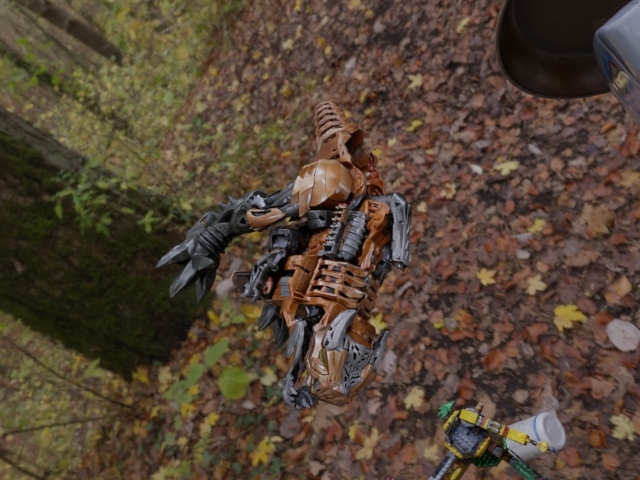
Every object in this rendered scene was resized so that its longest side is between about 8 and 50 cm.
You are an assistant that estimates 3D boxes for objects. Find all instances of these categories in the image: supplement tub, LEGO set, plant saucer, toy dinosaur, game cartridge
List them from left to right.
[{"bbox_3d":[0.000,0.000,0.563,0.218,0.164,0.322,-29,20,36],"label":"toy dinosaur"},{"bbox_3d":[0.180,0.324,0.670,0.255,0.192,0.331,-46,44,3],"label":"LEGO set"},{"bbox_3d":[0.397,0.371,1.173,0.107,0.071,0.071,-41,43,44],"label":"supplement tub"},{"bbox_3d":[0.306,-0.255,0.585,0.310,0.310,0.050,-31,60,28],"label":"plant saucer"},{"bbox_3d":[0.318,-0.110,0.541,0.062,0.297,0.198,-43,74,21],"label":"game cartridge"}]

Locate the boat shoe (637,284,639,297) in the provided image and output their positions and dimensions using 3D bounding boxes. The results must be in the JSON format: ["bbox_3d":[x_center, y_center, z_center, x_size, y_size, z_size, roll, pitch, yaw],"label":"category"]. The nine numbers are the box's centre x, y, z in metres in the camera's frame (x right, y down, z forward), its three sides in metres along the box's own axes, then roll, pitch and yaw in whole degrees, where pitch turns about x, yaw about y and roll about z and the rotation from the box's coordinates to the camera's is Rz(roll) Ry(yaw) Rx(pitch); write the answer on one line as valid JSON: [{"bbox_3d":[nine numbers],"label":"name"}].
[{"bbox_3d":[0.466,0.072,0.811,0.121,0.335,0.119,25,89,42],"label":"boat shoe"}]
